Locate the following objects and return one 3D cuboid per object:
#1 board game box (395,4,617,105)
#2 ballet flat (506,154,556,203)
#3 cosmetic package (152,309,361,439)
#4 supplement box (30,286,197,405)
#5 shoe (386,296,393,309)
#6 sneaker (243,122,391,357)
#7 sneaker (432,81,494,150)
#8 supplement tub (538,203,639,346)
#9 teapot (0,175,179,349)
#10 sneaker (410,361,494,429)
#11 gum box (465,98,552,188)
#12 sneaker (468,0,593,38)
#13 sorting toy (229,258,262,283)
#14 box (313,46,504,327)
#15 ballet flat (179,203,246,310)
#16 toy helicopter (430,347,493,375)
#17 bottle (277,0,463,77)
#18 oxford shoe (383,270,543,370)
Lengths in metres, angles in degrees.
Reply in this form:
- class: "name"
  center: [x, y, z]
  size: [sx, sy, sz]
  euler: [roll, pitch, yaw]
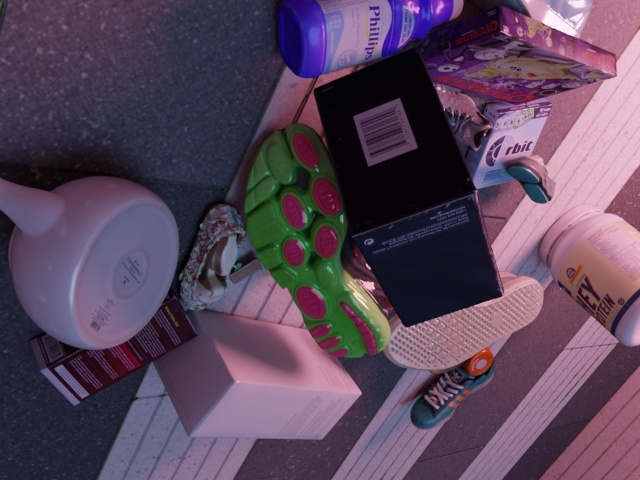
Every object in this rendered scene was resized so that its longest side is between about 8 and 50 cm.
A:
- class: "board game box"
  center: [0.317, -0.298, 1.181]
  size: [0.347, 0.208, 0.056]
  euler: [2, 87, -40]
- class: "ballet flat"
  center: [0.446, -0.143, 1.479]
  size: [0.213, 0.072, 0.068]
  euler: [33, 75, -54]
- class: "cosmetic package"
  center: [-0.116, 0.269, 1.382]
  size: [0.365, 0.197, 0.155]
  euler: [18, 116, -46]
- class: "supplement box"
  center: [-0.344, 0.165, 1.190]
  size: [0.239, 0.073, 0.130]
  euler: [-28, 142, -12]
- class: "shoe"
  center: [0.205, 0.105, 1.570]
  size: [0.063, 0.081, 0.178]
  euler: [16, 117, -47]
- class: "sneaker"
  center: [0.000, 0.000, 1.247]
  size: [0.185, 0.202, 0.483]
  euler: [-10, 127, 13]
- class: "sneaker"
  center: [0.224, -0.214, 1.224]
  size: [0.229, 0.132, 0.086]
  euler: [-1, 129, -39]
- class: "supplement tub"
  center: [0.742, 0.080, 1.784]
  size: [0.235, 0.325, 0.235]
  euler: [-22, 139, -21]
- class: "teapot"
  center: [-0.331, 0.019, 0.975]
  size: [0.252, 0.187, 0.256]
  euler: [-28, 132, -59]
- class: "sneaker"
  center: [0.373, 0.413, 2.005]
  size: [0.302, 0.108, 0.121]
  euler: [-35, 142, -18]
- class: "gum box"
  center: [0.376, -0.198, 1.438]
  size: [0.157, 0.041, 0.184]
  euler: [-14, 136, -30]
- class: "sneaker"
  center: [0.329, -0.426, 1.118]
  size: [0.366, 0.135, 0.150]
  euler: [9, 106, -53]
- class: "sorting toy"
  center: [-0.139, 0.050, 1.274]
  size: [0.062, 0.012, 0.083]
  euler: [-28, 161, -8]
- class: "box"
  center: [0.138, -0.070, 1.084]
  size: [0.183, 0.296, 0.294]
  euler: [-20, 143, 11]
- class: "ballet flat"
  center: [-0.184, 0.047, 1.199]
  size: [0.091, 0.077, 0.241]
  euler: [-8, 133, -34]
- class: "toy helicopter"
  center: [0.323, 0.182, 1.740]
  size: [0.235, 0.140, 0.355]
  euler: [-5, 121, -24]
- class: "bottle"
  center: [0.077, -0.324, 1.025]
  size: [0.283, 0.092, 0.118]
  euler: [-21, 141, -22]
- class: "oxford shoe"
  center: [0.305, 0.170, 1.569]
  size: [0.449, 0.130, 0.169]
  euler: [-16, 115, -31]
